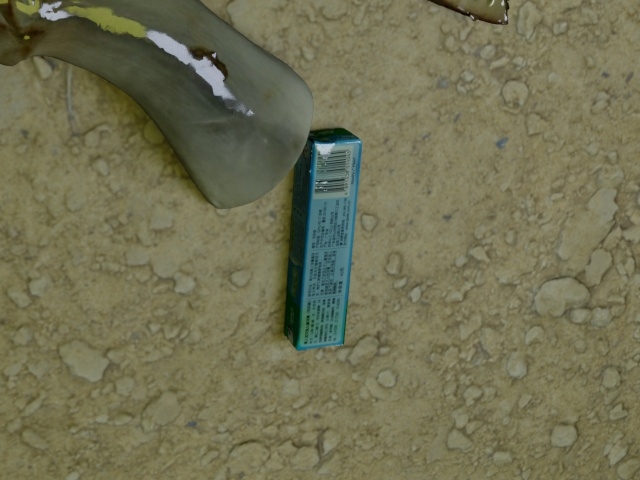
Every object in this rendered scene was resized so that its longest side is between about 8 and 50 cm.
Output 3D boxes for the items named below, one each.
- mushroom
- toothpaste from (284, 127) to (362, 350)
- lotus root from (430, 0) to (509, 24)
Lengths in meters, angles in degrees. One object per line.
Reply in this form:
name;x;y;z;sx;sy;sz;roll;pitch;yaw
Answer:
mushroom;-0.177;-0.179;1.208;0.177;0.126;0.397;-47;128;10
toothpaste;0.000;0.000;1.418;0.065;0.050;0.266;-7;115;-25
lotus root;0.125;-0.351;1.307;0.170;0.074;0.260;-15;120;-19
